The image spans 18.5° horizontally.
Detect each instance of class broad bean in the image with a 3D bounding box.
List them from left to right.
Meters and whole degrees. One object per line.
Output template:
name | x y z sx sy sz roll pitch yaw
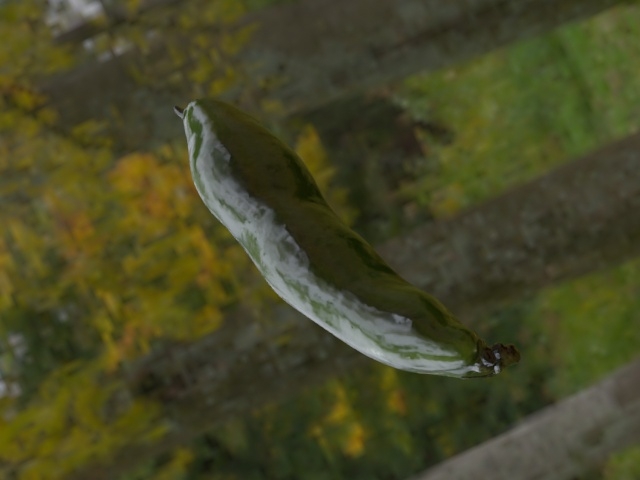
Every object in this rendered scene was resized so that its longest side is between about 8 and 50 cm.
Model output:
broad bean | -0.003 0.003 1.038 0.254 0.065 0.046 42 168 30
